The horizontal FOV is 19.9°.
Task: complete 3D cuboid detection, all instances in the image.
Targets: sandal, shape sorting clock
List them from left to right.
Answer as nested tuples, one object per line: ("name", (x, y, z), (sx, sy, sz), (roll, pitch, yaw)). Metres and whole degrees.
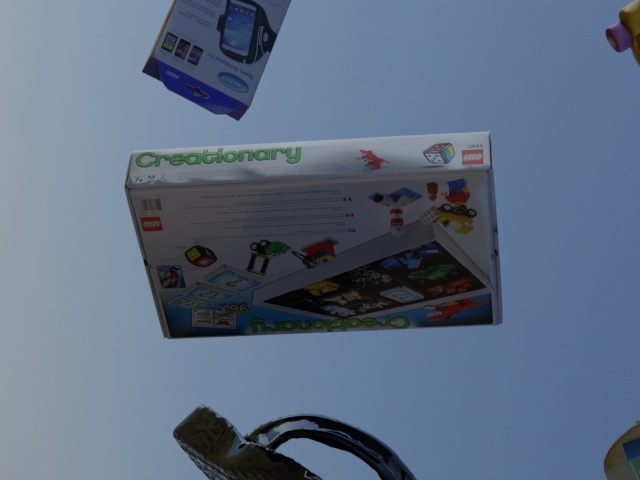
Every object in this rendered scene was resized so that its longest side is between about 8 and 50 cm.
("sandal", (-0.003, 0.202, 1.525), (0.167, 0.107, 0.446), (53, -13, -22))
("shape sorting clock", (0.436, 0.244, 2.168), (0.206, 0.206, 0.040), (98, -20, -55))

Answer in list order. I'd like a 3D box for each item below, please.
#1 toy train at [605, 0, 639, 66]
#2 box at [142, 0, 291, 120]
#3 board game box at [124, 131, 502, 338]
("toy train", (0.257, -0.152, 1.179), (0.125, 0.166, 0.046), (-54, -154, 5))
("box", (-0.076, -0.151, 1.346), (0.028, 0.081, 0.136), (-44, -158, 58))
("board game box", (0.000, 0.000, 1.566), (0.193, 0.305, 0.053), (81, 9, -45))
